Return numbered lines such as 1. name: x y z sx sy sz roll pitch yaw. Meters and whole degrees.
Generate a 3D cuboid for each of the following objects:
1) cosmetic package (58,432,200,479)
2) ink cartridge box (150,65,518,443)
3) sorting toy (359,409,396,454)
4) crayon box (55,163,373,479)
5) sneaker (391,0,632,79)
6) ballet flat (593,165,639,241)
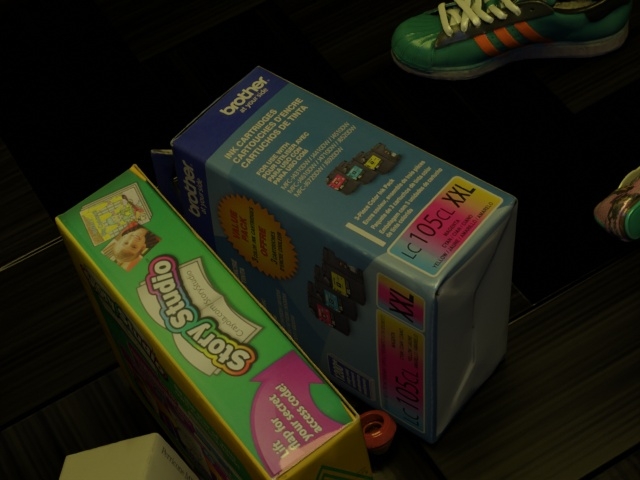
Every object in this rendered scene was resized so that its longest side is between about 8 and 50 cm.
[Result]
1. cosmetic package: -0.181 0.348 1.291 0.113 0.160 0.309 -17 38 24
2. ink cartridge box: 0.000 0.000 1.504 0.395 0.270 0.151 31 58 27
3. sorting toy: 0.032 0.212 1.492 0.102 0.042 0.061 -9 37 16
4. crayon box: -0.088 0.149 1.379 0.106 0.313 0.363 -34 57 -16
5. sneaker: 0.233 -0.285 1.775 0.302 0.121 0.108 -9 53 1
6. ballet flat: 0.403 -0.075 1.635 0.221 0.077 0.079 -31 36 -15
